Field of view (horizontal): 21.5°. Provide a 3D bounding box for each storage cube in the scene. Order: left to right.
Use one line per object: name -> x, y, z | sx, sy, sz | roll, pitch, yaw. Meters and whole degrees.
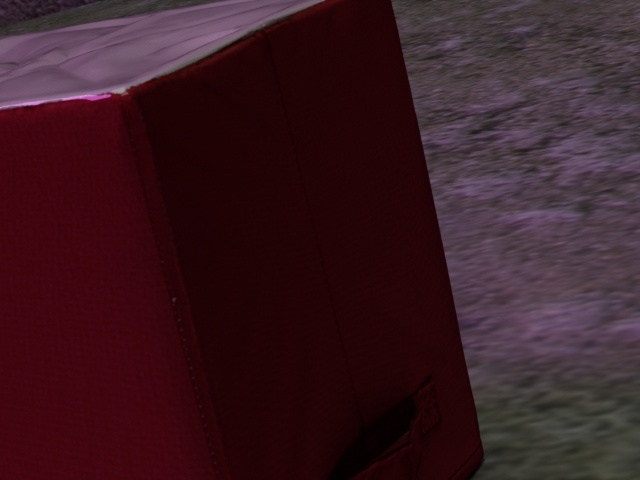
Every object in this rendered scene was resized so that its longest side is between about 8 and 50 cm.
storage cube -> -0.076, 0.028, 0.600 | 0.215, 0.193, 0.183 | -4, 17, 29
